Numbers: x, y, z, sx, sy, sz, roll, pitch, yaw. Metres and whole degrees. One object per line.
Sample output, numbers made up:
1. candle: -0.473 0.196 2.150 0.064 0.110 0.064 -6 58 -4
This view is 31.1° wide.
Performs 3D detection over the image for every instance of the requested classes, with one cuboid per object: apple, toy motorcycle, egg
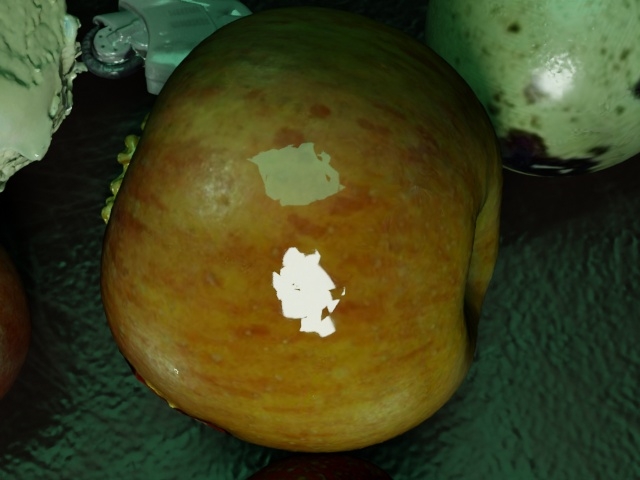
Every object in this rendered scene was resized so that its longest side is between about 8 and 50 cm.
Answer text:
1. apple: 0.000 0.000 1.020 0.333 0.400 0.400 25 74 4
2. toy motorcycle: -0.123 -0.222 1.259 0.260 0.110 0.171 12 60 3
3. egg: 0.263 -0.237 1.140 0.287 0.288 0.379 28 64 13

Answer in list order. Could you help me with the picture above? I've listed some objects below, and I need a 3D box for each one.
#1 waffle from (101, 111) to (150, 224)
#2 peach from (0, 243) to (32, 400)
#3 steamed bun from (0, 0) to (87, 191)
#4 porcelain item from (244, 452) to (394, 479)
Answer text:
1. waffle: -0.149 -0.048 1.211 0.160 0.046 0.192 29 89 15
2. peach: -0.409 0.080 1.102 0.252 0.252 0.252 -1 71 3
3. steamed bun: -0.404 -0.180 1.182 0.312 0.233 0.334 -7 50 33
4. porcelain item: -0.026 0.308 1.032 0.253 0.253 0.253 -1 71 3
